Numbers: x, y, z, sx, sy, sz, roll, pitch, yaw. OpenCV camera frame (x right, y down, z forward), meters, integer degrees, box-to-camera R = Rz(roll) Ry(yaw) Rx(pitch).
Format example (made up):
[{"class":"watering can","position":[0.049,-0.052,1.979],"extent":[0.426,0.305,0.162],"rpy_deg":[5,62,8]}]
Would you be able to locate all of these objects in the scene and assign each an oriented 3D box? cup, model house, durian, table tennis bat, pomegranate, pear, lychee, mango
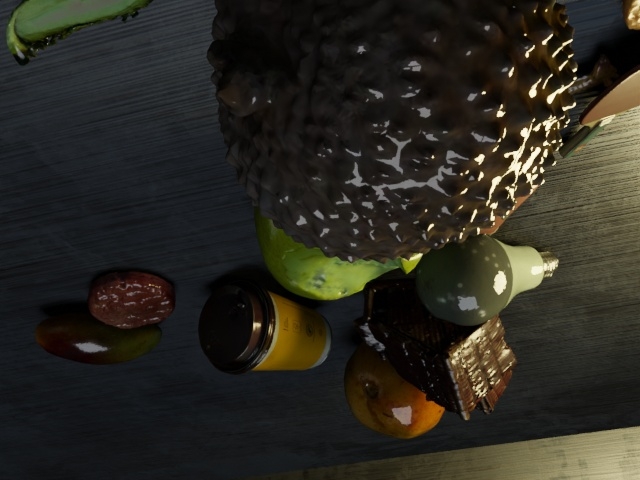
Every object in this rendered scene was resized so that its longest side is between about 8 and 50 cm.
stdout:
[{"class":"cup","position":[-0.110,0.193,1.595],"extent":[0.196,0.196,0.280],"rpy_deg":[-24,153,31]},{"class":"model house","position":[0.249,0.250,1.566],"extent":[0.297,0.282,0.317],"rpy_deg":[-17,125,7]},{"class":"durian","position":[-0.204,-0.296,0.797],"extent":[0.375,0.106,0.132],"rpy_deg":[-21,148,28]},{"class":"table tennis bat","position":[0.429,-0.194,1.098],"extent":[0.154,0.021,0.274],"rpy_deg":[-19,164,-22]},{"class":"pomegranate","position":[0.183,0.343,1.812],"extent":[0.264,0.264,0.264],"rpy_deg":[-3,150,-2]},{"class":"pear","position":[0.000,0.000,1.277],"extent":[0.287,0.176,0.282],"rpy_deg":[18,145,-32]},{"class":"lychee","position":[0.077,-0.171,0.780],"extent":[0.432,0.380,0.380],"rpy_deg":[-12,159,-37]},{"class":"mango","position":[-0.476,0.211,1.643],"extent":[0.268,0.111,0.133],"rpy_deg":[6,137,-27]}]

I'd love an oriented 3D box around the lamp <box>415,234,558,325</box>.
[{"class":"lamp","position":[0.314,0.066,1.468],"extent":[0.314,0.181,0.182],"rpy_deg":[-4,159,-47]}]

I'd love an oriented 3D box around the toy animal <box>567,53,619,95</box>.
[{"class":"toy animal","position":[0.275,-0.201,1.077],"extent":[0.276,0.054,0.149],"rpy_deg":[-2,145,1]}]

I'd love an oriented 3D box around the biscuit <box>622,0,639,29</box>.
[{"class":"biscuit","position":[0.492,-0.360,0.829],"extent":[0.269,0.051,0.376],"rpy_deg":[13,147,-32]}]

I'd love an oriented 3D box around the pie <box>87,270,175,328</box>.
[{"class":"pie","position":[-0.385,0.124,1.550],"extent":[0.183,0.049,0.182],"rpy_deg":[-6,143,-4]}]

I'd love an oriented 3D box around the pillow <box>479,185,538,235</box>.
[{"class":"pillow","position":[0.266,-0.066,1.287],"extent":[0.171,0.075,0.179],"rpy_deg":[9,146,-20]}]
